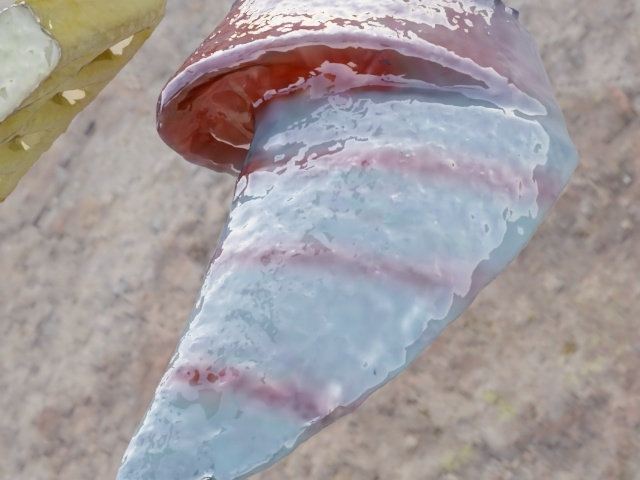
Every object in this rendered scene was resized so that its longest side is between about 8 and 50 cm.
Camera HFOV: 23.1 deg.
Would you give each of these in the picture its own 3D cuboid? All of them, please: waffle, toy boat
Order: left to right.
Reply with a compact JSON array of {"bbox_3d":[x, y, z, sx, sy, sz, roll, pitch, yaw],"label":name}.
[{"bbox_3d":[-0.233,-0.093,1.154,0.057,0.168,0.274,49,120,2],"label":"waffle"},{"bbox_3d":[0.000,0.000,0.695,0.206,0.096,0.282,9,50,15],"label":"toy boat"}]
